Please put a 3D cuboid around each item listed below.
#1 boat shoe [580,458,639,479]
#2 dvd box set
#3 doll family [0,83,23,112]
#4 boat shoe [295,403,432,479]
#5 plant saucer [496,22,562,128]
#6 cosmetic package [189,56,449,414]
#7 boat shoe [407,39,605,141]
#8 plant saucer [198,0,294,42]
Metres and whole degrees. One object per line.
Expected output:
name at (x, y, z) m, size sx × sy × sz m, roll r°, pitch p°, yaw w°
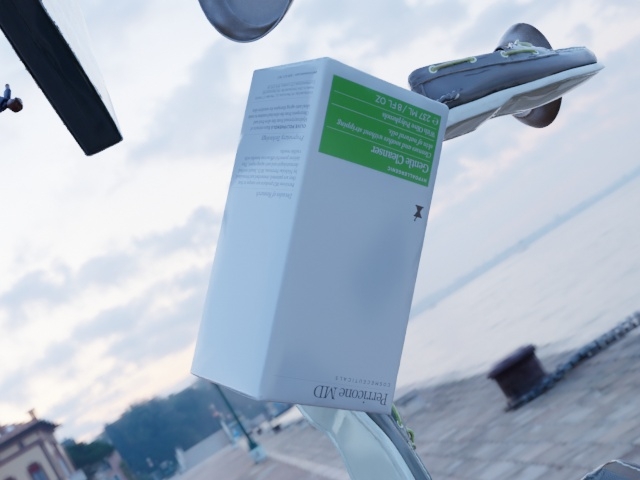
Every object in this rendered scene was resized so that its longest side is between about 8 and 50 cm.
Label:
boat shoe at (0.283, 0.346, 0.861) m, size 0.122 × 0.324 × 0.120 m, roll 18°, pitch 30°, yaw 39°
dvd box set at (-0.393, -0.350, 1.223) m, size 0.062 × 0.420 × 0.308 m, roll -26°, pitch -43°, yaw -2°
doll family at (-0.538, -0.175, 1.396) m, size 0.111 × 0.193 × 0.076 m, roll 4°, pitch -23°, yaw 28°
boat shoe at (0.070, 0.252, 1.171) m, size 0.091 × 0.305 × 0.109 m, roll -11°, pitch -43°, yaw -38°
plant saucer at (0.371, -0.298, 1.665) m, size 0.036 × 0.199 × 0.198 m, roll -19°, pitch -11°, yaw -17°
cosmetic package at (0.000, 0.000, 1.035) m, size 0.197 × 0.366 × 0.155 m, roll 12°, pitch -5°, yaw -37°
boat shoe at (0.264, -0.228, 1.264) m, size 0.324 × 0.097 × 0.116 m, roll -22°, pitch -10°, yaw -27°
plant saucer at (-0.124, -0.504, 1.580) m, size 0.050 × 0.311 × 0.310 m, roll -12°, pitch -19°, yaw -42°
